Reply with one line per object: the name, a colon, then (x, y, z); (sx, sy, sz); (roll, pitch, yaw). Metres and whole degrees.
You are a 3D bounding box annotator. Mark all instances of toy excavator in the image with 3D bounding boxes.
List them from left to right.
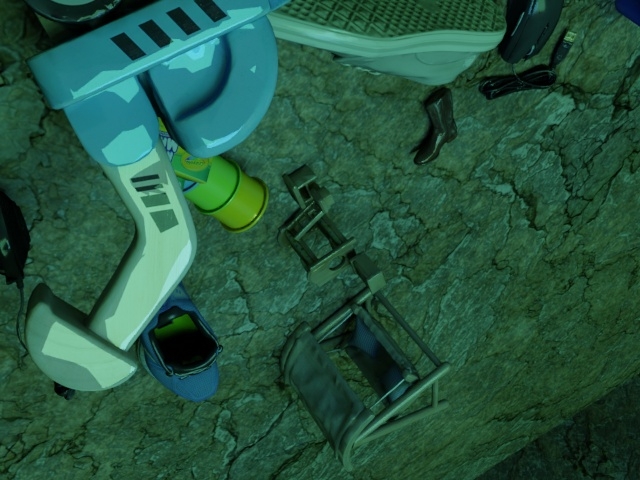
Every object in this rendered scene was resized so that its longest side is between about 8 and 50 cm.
toy excavator: (-0.178, -0.113, 0.782); (0.433, 0.222, 0.445); (-29, 109, -10)

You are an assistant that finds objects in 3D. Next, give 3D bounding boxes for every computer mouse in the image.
computer mouse: (0.386, -0.354, 1.282); (0.184, 0.060, 0.261); (-14, 135, -28)

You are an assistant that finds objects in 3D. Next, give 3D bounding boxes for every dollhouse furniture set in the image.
dollhouse furniture set: (0.000, 0.000, 1.215); (0.101, 0.182, 0.161); (-34, 142, -7)

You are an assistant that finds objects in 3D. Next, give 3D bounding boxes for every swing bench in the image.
swing bench: (0.079, 0.261, 1.476); (0.255, 0.253, 0.165); (-28, 140, -16)

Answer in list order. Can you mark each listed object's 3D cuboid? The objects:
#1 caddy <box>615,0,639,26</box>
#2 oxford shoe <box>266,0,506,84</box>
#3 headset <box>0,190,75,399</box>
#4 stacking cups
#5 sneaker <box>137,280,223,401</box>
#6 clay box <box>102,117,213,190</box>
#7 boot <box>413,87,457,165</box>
caddy: (0.665, -0.490, 1.283); (0.341, 0.179, 0.241); (-41, 142, 1)
oxford shoe: (0.065, -0.287, 1.025); (0.450, 0.169, 0.130); (-6, 152, -36)
headset: (-0.444, 0.048, 0.902); (0.243, 0.185, 0.394); (-40, 130, 0)
stacking cups: (-0.206, -0.114, 1.028); (0.096, 0.096, 0.316); (-47, 136, 9)
sneaker: (-0.233, 0.183, 1.234); (0.130, 0.147, 0.330); (-29, 141, -13)
clay box: (-0.181, -0.166, 0.932); (0.127, 0.053, 0.221); (19, 82, -47)
boot: (0.192, -0.196, 1.296); (0.106, 0.037, 0.114); (-45, 147, -15)
